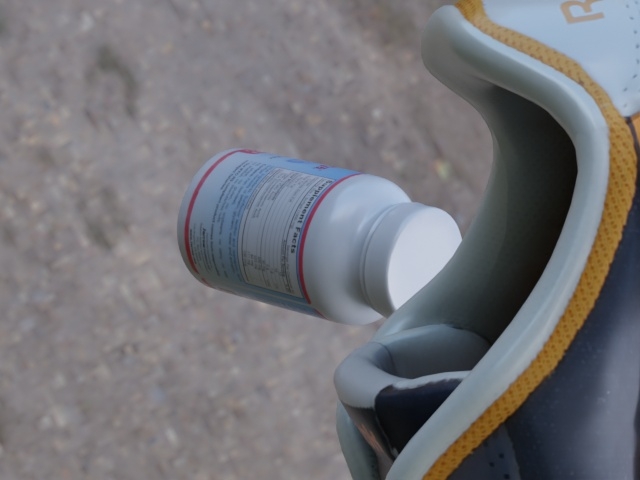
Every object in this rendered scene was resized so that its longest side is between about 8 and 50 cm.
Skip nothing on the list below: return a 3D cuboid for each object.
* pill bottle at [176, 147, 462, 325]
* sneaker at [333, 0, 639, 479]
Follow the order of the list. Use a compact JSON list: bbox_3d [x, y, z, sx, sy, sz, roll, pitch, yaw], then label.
[{"bbox_3d":[0.000,0.000,1.140,0.087,0.160,0.087,-16,112,-45],"label":"pill bottle"},{"bbox_3d":[0.060,0.092,0.486,0.126,0.127,0.321,-160,-104,-79],"label":"sneaker"}]
